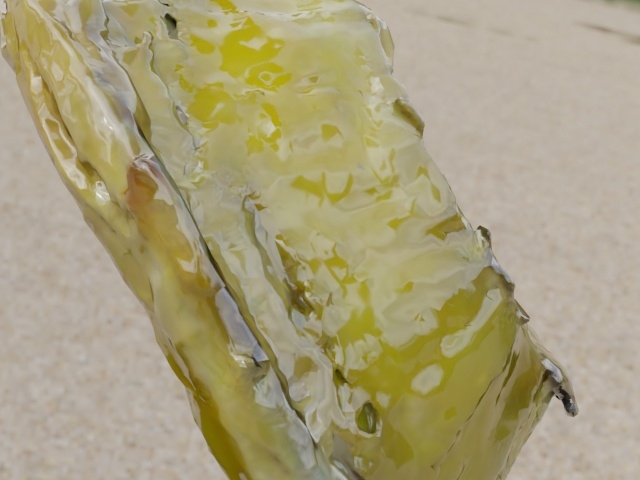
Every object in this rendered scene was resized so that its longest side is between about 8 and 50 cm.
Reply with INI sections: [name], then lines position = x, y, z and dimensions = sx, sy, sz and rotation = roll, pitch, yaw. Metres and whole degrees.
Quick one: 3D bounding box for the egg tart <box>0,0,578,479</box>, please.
[egg tart]
position = 0.000, 0.000, 0.596
dimensions = 0.120, 0.315, 0.315
rotation = -29, 12, 4
